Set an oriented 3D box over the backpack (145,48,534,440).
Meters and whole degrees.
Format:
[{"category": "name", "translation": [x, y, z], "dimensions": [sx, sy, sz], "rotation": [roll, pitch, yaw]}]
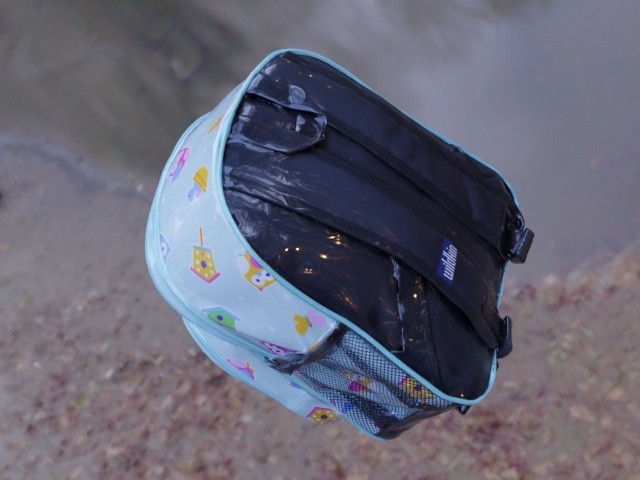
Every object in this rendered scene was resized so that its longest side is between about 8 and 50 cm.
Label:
[{"category": "backpack", "translation": [0.000, 0.000, 0.675], "dimensions": [0.144, 0.188, 0.166], "rotation": [-24, 37, 44]}]
